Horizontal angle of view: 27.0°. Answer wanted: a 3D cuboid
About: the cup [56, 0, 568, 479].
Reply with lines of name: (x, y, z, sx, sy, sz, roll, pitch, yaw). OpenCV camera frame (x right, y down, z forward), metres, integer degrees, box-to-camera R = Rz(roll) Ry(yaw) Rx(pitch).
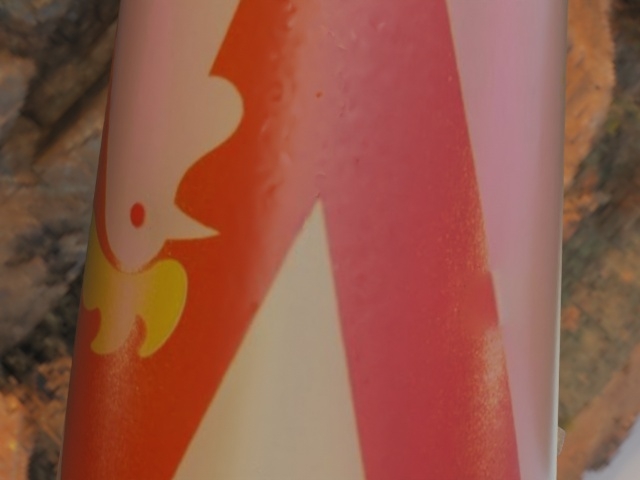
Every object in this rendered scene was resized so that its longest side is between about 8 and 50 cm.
cup: (0.000, 0.000, 0.450, 0.203, 0.203, 0.288, -18, 116, -59)

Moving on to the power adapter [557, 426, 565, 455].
power adapter: (0.132, 0.146, 1.198, 0.205, 0.130, 0.125, 29, 72, -34)
